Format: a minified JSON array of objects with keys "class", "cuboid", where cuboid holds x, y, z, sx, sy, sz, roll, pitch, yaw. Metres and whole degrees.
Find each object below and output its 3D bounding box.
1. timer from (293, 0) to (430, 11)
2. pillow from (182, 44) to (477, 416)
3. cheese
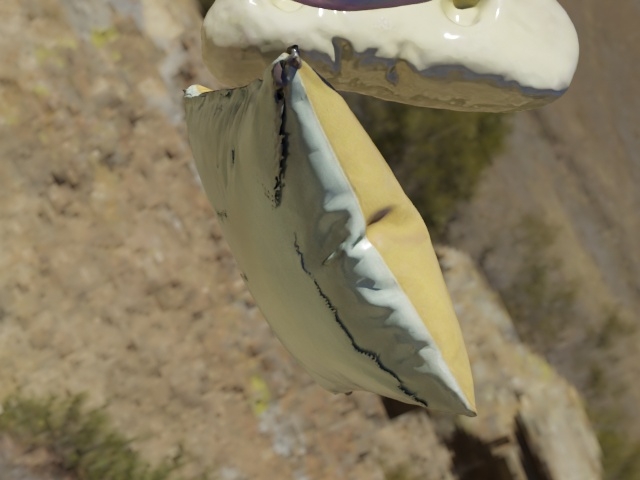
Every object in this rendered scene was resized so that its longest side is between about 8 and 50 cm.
[{"class":"timer","cuboid":[-0.008,-0.241,1.276,0.208,0.069,0.191,37,34,31]},{"class":"pillow","cuboid":[0.000,0.000,1.356,0.119,0.310,0.312,-29,98,-19]},{"class":"cheese","cuboid":[0.086,-0.211,1.713,0.328,0.129,0.351,39,59,3]}]
